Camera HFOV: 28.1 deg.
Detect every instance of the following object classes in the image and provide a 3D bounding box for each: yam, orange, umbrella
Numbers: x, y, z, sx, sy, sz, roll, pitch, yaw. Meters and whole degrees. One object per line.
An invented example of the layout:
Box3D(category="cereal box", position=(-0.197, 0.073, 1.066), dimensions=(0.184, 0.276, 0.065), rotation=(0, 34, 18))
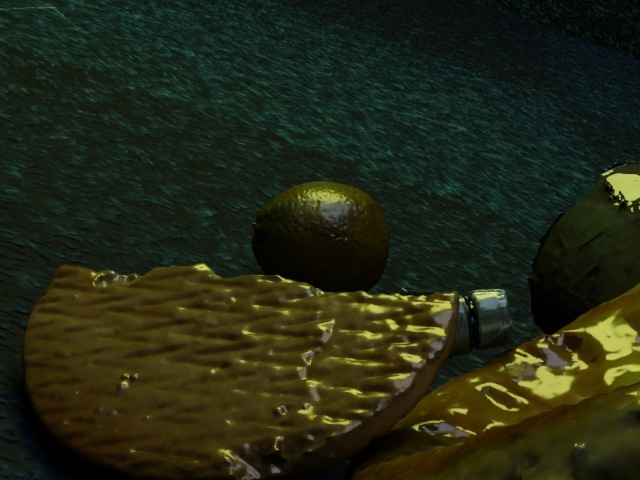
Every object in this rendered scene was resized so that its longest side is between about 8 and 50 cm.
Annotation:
Box3D(category="yam", position=(0.273, 0.077, 0.790), dimensions=(0.168, 0.168, 0.304), rotation=(7, 24, -32))
Box3D(category="orange", position=(0.000, 0.000, 0.863), dimensions=(0.095, 0.085, 0.085), rotation=(17, 20, -13))
Box3D(category="umbrella", position=(0.010, 0.057, 0.678), dimensions=(0.188, 0.050, 0.046), rotation=(-9, 67, -5))

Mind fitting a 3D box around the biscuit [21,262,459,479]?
Box3D(category="biscuit", position=(-0.050, 0.066, 0.616), dimensions=(0.224, 0.033, 0.144), rotation=(1, 43, 19))

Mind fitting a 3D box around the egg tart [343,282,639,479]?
Box3D(category="egg tart", position=(0.167, 0.095, 0.573), dimensions=(0.341, 0.341, 0.132), rotation=(-21, 88, -61))
